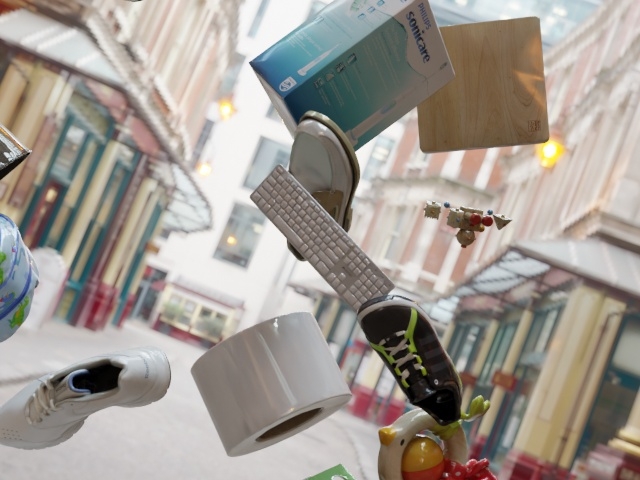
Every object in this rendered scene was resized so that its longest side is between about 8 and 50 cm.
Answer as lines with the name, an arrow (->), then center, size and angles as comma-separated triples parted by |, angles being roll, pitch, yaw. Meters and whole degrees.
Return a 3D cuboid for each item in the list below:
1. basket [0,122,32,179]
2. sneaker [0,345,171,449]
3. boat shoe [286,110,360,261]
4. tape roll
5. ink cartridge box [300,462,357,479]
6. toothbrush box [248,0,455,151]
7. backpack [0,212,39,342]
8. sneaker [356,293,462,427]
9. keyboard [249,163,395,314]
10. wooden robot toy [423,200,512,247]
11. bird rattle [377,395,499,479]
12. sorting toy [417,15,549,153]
basket -> -0.482, -0.135, 1.226 | 0.154, 0.204, 0.227 | -31, -77, 40
sneaker -> -0.373, 0.225, 1.566 | 0.297, 0.111, 0.129 | -26, -18, 14
boat shoe -> -0.008, -0.075, 1.718 | 0.113, 0.103, 0.302 | 28, -31, 25
tape roll -> -0.088, 0.255, 1.881 | 0.169, 0.246, 0.246 | 63, 5, 16
ink cartridge box -> -0.029, 0.446, 1.703 | 0.209, 0.062, 0.109 | -18, 30, -24
toothbrush box -> 0.060, -0.291, 1.806 | 0.126, 0.295, 0.216 | 51, -4, 39
backpack -> -0.640, 0.071, 1.715 | 0.356, 0.290, 0.273 | 2, -43, -3
sneaker -> 0.135, 0.168, 1.438 | 0.234, 0.084, 0.097 | 48, 19, -31
keyboard -> 0.000, 0.000, 1.554 | 0.256, 0.072, 0.014 | 47, 10, 15
wooden robot toy -> 0.273, -0.022, 1.992 | 0.173, 0.079, 0.076 | 8, 15, -18
bird rattle -> 0.177, 0.344, 1.680 | 0.207, 0.253, 0.143 | -15, 23, -27
sorting toy -> 0.325, -0.306, 2.154 | 0.256, 0.257, 0.089 | -4, -9, 10
